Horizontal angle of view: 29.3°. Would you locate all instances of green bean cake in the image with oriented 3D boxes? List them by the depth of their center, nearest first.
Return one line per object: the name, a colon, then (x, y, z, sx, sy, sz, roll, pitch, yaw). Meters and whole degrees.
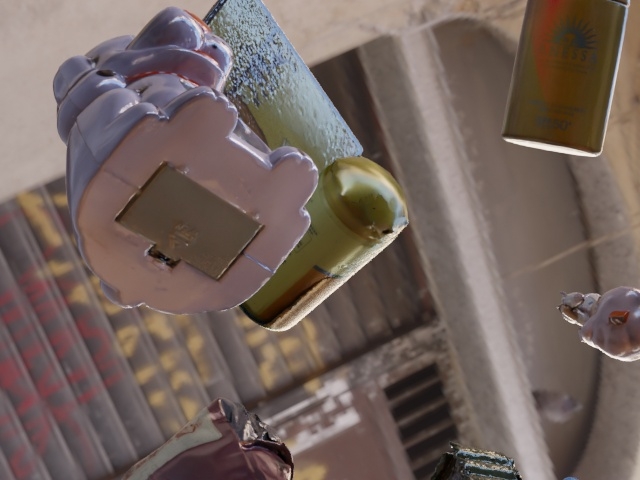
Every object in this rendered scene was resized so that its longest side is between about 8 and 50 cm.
green bean cake: (0.183, 0.358, 1.462, 0.173, 0.094, 0.181, -107, -149, -63)

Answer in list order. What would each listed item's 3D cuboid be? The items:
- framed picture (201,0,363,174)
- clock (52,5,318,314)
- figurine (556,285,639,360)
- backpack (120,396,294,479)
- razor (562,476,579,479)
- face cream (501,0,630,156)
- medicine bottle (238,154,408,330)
framed picture: (-0.074, -0.171, 1.722, 0.014, 0.255, 0.338, -9, -52, 40)
clock: (-0.132, -0.082, 0.970, 0.254, 0.189, 0.189, -121, -168, -49)
figurine: (0.434, 0.118, 1.808, 0.229, 0.137, 0.112, -168, -108, -69)
backpack: (-0.131, 0.365, 1.495, 0.197, 0.283, 0.317, 45, -3, -30)
razor: (0.316, 0.365, 1.550, 0.082, 0.042, 0.253, 58, -10, 37)
face cream: (0.342, -0.266, 1.685, 0.067, 0.139, 0.285, 31, 70, -84)
medicine bottle: (0.000, 0.000, 1.448, 0.239, 0.124, 0.124, -40, -110, 34)
